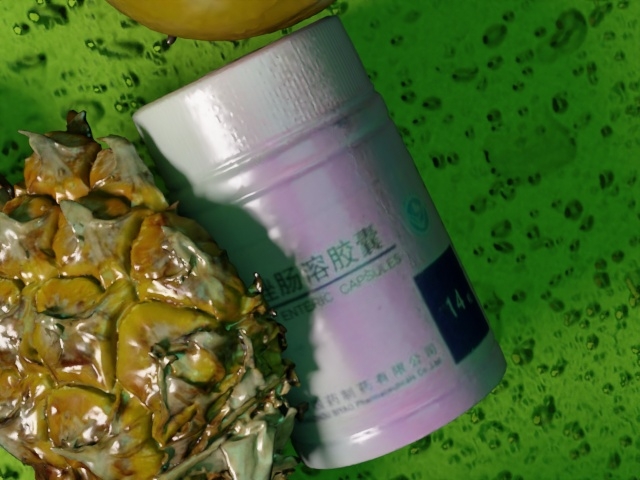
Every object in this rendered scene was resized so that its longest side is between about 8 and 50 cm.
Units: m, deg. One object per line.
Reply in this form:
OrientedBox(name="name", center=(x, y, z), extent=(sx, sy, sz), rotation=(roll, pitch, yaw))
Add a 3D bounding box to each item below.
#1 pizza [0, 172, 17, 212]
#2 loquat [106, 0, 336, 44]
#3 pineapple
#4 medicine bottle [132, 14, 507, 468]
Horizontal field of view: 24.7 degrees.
OrientedBox(name="pizza", center=(-0.261, 0.032, 0.897), extent=(0.195, 0.052, 0.185), rotation=(-39, 108, -20))
OrientedBox(name="loquat", center=(-0.053, -0.230, 0.893), extent=(0.244, 0.244, 0.243), rotation=(0, 88, -19))
OrientedBox(name="pineapple", center=(-0.105, 0.096, 0.869), extent=(0.161, 0.158, 0.334), rotation=(-29, 109, -34))
OrientedBox(name="medicine bottle", center=(0.000, 0.000, 0.934), extent=(0.152, 0.152, 0.254), rotation=(-29, 99, -17))
